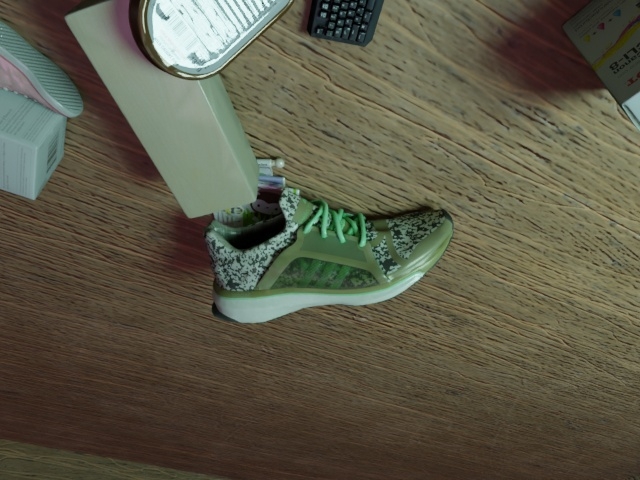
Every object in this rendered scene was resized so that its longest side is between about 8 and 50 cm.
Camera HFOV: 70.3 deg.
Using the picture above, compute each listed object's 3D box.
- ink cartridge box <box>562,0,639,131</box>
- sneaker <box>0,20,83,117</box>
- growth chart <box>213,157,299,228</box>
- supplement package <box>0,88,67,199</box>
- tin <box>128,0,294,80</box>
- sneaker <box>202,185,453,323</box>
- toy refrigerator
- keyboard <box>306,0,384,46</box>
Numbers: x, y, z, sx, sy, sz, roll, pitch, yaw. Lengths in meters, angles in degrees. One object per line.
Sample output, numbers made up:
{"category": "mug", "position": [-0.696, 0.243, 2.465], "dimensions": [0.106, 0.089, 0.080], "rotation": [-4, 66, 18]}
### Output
{"category": "ink cartridge box", "position": [0.359, -0.186, 0.455], "dimensions": [0.127, 0.176, 0.128], "rotation": [30, 131, -27]}
{"category": "sneaker", "position": [-0.371, -0.201, 0.571], "dimensions": [0.070, 0.051, 0.134], "rotation": [-22, 129, 27]}
{"category": "growth chart", "position": [-0.106, -0.048, 0.748], "dimensions": [0.171, 0.021, 0.237], "rotation": [-3, 138, 4]}
{"category": "supplement package", "position": [-0.443, -0.149, 0.589], "dimensions": [0.179, 0.105, 0.105], "rotation": [21, 136, -19]}
{"category": "tin", "position": [-0.098, -0.241, 0.448], "dimensions": [0.189, 0.040, 0.106], "rotation": [-45, 138, -4]}
{"category": "sneaker", "position": [0.000, 0.000, 0.698], "dimensions": [0.409, 0.158, 0.182], "rotation": [-15, 121, 4]}
{"category": "toy refrigerator", "position": [-0.171, -0.166, 0.558], "dimensions": [0.102, 0.094, 0.270], "rotation": [-14, 131, 10]}
{"category": "keyboard", "position": [0.026, -0.296, 0.467], "dimensions": [0.108, 0.023, 0.180], "rotation": [10, 136, -8]}
